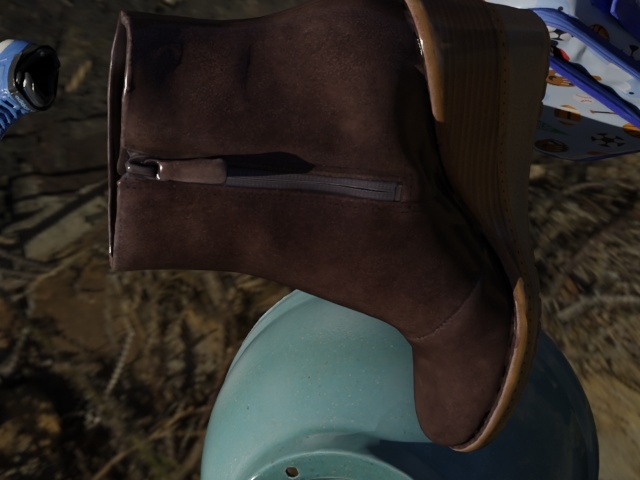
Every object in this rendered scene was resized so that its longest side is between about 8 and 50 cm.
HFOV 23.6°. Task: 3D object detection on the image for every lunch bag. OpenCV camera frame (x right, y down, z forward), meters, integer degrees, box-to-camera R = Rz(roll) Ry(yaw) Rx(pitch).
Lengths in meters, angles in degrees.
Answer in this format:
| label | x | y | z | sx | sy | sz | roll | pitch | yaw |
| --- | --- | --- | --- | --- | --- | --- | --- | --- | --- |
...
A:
| label | x | y | z | sx | sy | sz | roll | pitch | yaw |
| --- | --- | --- | --- | --- | --- | --- | --- | --- | --- |
| lunch bag | 0.251 | -0.187 | 1.570 | 0.303 | 0.243 | 0.115 | 27 | 71 | -35 |

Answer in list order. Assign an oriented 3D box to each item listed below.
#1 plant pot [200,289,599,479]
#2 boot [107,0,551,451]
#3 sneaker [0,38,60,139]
| label | x | y | z | sx | sy | sz | roll | pitch | yaw |
| --- | --- | --- | --- | --- | --- | --- | --- | --- | --- |
| plant pot | 0.038 | 0.187 | 1.073 | 0.293 | 0.196 | 0.293 | 5 | 109 | 14 |
| boot | 0.000 | 0.000 | 0.735 | 0.207 | 0.090 | 0.248 | -6 | 115 | -16 |
| sneaker | -0.315 | -0.135 | 1.531 | 0.084 | 0.058 | 0.152 | 9 | 62 | 44 |
